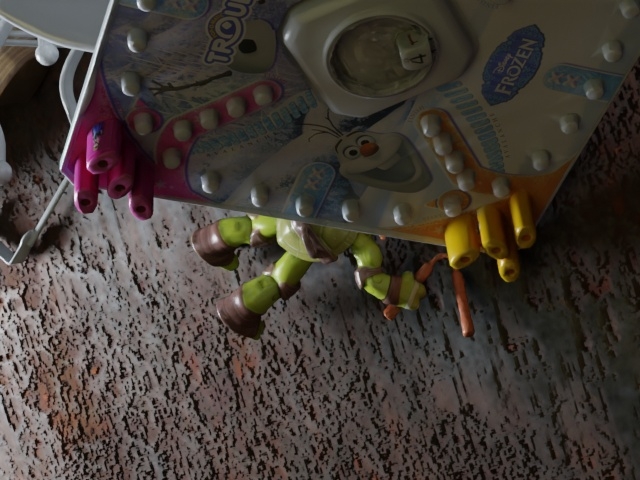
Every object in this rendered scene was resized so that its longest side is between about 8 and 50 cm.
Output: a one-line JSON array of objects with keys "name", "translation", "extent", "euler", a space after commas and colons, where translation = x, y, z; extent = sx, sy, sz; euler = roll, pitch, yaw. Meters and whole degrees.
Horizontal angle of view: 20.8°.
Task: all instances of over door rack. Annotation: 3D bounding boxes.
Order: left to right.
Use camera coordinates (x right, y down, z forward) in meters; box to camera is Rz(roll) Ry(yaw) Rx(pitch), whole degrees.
[{"name": "over door rack", "translation": [-0.256, -0.066, 1.528], "extent": [0.324, 0.239, 0.108], "euler": [-45, 72, 26]}]

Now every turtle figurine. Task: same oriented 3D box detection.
[{"name": "turtle figurine", "translation": [0.000, 0.000, 1.487], "extent": [0.217, 0.087, 0.269], "euler": [-33, 83, 28]}]

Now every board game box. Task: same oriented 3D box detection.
[{"name": "board game box", "translation": [0.043, -0.133, 1.254], "extent": [0.390, 0.390, 0.050], "euler": [116, 156, -43]}]

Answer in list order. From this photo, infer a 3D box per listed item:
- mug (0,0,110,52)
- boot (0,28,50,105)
[{"name": "mug", "translation": [-0.120, -0.308, 1.370], "extent": [0.276, 0.328, 0.374], "euler": [5, 130, 24]}, {"name": "boot", "translation": [-0.409, -0.148, 1.664], "extent": [0.220, 0.109, 0.283], "euler": [43, 113, 14]}]
